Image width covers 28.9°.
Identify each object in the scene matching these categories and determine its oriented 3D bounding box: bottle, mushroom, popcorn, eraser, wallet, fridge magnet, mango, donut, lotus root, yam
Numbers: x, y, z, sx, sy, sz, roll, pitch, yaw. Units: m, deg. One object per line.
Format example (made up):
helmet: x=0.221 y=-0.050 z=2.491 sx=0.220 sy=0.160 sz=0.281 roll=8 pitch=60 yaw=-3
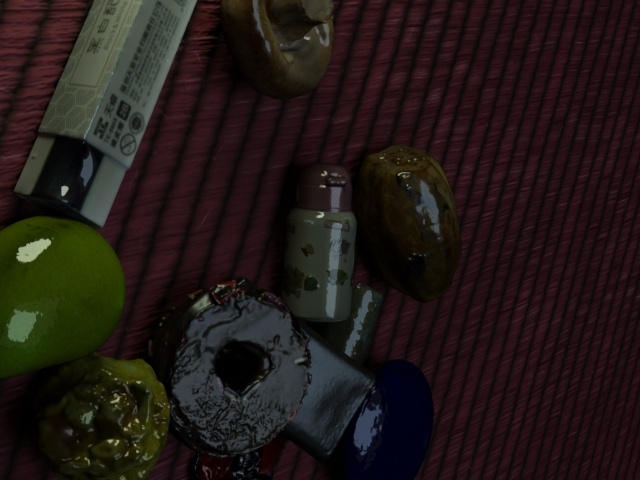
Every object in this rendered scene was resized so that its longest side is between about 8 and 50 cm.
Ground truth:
bottle: x=0.000 y=0.000 z=2.019 sx=0.120 sy=0.120 sz=0.253 roll=-4 pitch=100 yaw=-53
mushroom: x=-0.057 y=-0.346 z=1.839 sx=0.278 sy=0.146 sz=0.278 roll=-15 pitch=107 yaw=-61
popcorn: x=-0.290 y=0.234 z=1.637 sx=0.197 sy=0.197 sz=0.155 roll=-59 pitch=168 yaw=-25
eraser: x=-0.267 y=-0.221 z=1.630 sx=0.098 sy=0.096 sz=0.404 roll=37 pitch=69 yaw=-51
wallet: x=-0.062 y=0.207 z=1.972 sx=0.321 sy=0.044 sz=0.170 roll=39 pitch=78 yaw=-28
fridge magnet: x=0.116 y=0.345 z=2.259 sx=0.265 sy=0.113 sz=0.265 roll=-17 pitch=111 yaw=-51
mango: x=-0.343 y=0.062 z=1.530 sx=0.273 sy=0.149 sz=0.185 roll=-13 pitch=94 yaw=-65
donut: x=-0.139 y=0.190 z=1.842 sx=0.270 sy=0.103 sz=0.269 roll=-4 pitch=97 yaw=-32
lotus root: x=0.169 y=-0.022 z=2.189 sx=0.193 sy=0.193 sz=0.291 roll=-38 pitch=126 yaw=-42
yam: x=0.025 y=0.200 z=2.111 sx=0.106 sy=0.106 sz=0.259 roll=31 pitch=73 yaw=-51

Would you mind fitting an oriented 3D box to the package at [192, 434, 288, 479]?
package: x=-0.143 y=0.404 z=1.978 sx=0.194 sy=0.071 sz=0.269 roll=40 pitch=54 yaw=-52
